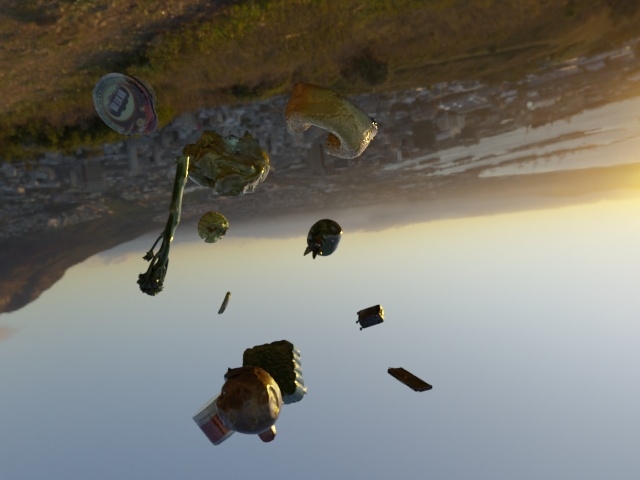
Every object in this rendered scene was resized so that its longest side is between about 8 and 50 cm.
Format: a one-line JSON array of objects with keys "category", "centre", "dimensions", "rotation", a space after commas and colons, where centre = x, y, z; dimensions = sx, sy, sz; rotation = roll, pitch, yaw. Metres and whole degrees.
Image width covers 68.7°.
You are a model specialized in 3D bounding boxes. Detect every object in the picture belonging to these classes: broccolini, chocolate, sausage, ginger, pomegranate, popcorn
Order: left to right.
[{"category": "chocolate", "centre": [-0.606, -0.459, 1.530], "dimensions": [0.221, 0.221, 0.147], "rotation": [-6, -150, 19]}, {"category": "broccolini", "centre": [-0.430, -0.043, 1.276], "dimensions": [0.074, 0.392, 0.079], "rotation": [11, 178, -33]}, {"category": "popcorn", "centre": [-0.476, -0.061, 2.064], "dimensions": [0.141, 0.135, 0.162], "rotation": [-28, 180, 2]}, {"category": "ginger", "centre": [-0.233, 0.564, 1.610], "dimensions": [0.200, 0.269, 0.223], "rotation": [-9, -140, 4]}, {"category": "sausage", "centre": [-0.322, 0.862, 2.369], "dimensions": [0.102, 0.330, 0.102], "rotation": [-25, -179, 0]}, {"category": "pomegranate", "centre": [0.000, 0.000, 1.811], "dimensions": [0.131, 0.152, 0.191], "rotation": [34, -141, 13]}]

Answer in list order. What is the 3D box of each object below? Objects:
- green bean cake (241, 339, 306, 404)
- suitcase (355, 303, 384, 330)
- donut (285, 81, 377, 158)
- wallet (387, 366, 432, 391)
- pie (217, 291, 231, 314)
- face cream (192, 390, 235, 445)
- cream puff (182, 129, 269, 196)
[{"category": "green bean cake", "centre": [-0.203, 0.574, 2.006], "dimensions": [0.247, 0.250, 0.156], "rotation": [-14, 147, 7]}, {"category": "suitcase", "centre": [0.223, 0.340, 2.082], "dimensions": [0.126, 0.059, 0.086], "rotation": [-22, -154, 19]}, {"category": "donut", "centre": [0.038, -0.529, 2.115], "dimensions": [0.435, 0.163, 0.377], "rotation": [32, 172, -16]}, {"category": "wallet", "centre": [0.350, 0.552, 1.861], "dimensions": [0.095, 0.026, 0.176], "rotation": [4, -168, -37]}, {"category": "pie", "centre": [-0.315, 0.207, 1.545], "dimensions": [0.020, 0.084, 0.084], "rotation": [25, 177, -8]}, {"category": "face cream", "centre": [-0.513, 0.898, 2.369], "dimensions": [0.201, 0.187, 0.201], "rotation": [-39, 180, 0]}, {"category": "cream puff", "centre": [-0.383, -0.286, 1.915], "dimensions": [0.323, 0.274, 0.270], "rotation": [-5, 149, -42]}]
